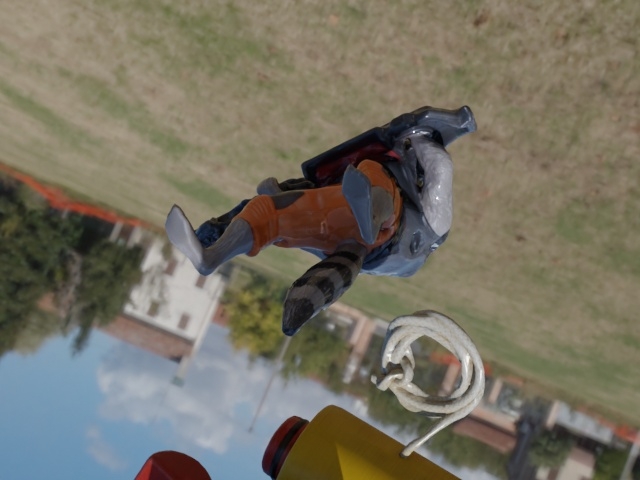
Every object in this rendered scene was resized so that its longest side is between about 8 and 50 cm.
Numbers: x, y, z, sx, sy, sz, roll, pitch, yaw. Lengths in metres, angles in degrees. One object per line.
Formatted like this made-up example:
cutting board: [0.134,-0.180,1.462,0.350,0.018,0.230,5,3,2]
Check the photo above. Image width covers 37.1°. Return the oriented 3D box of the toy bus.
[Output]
toy bus: [-0.005,0.154,0.366,0.191,0.202,0.104,-20,-171,34]

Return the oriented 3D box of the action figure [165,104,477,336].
action figure: [0.000,0.000,0.943,0.341,0.178,0.330,-26,170,29]
